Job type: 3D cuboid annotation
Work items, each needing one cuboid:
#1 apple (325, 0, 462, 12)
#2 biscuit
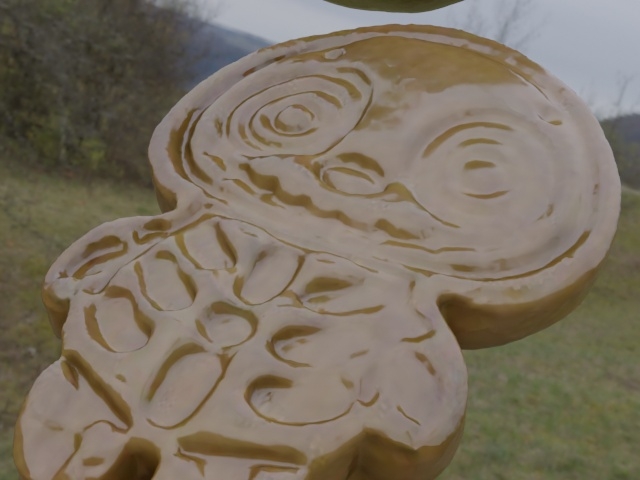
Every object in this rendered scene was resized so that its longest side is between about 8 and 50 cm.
[{"bbox_3d":[0.053,-0.261,0.616,0.262,0.262,0.262,18,9,-3],"label":"apple"},{"bbox_3d":[0.000,-0.001,0.428,0.202,0.044,0.289,24,50,26],"label":"biscuit"}]
